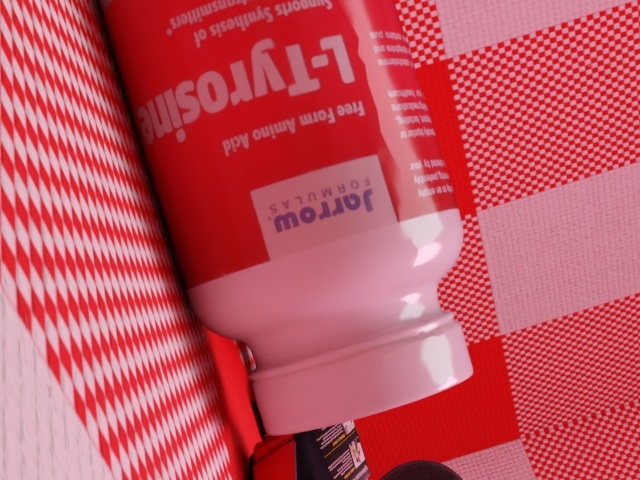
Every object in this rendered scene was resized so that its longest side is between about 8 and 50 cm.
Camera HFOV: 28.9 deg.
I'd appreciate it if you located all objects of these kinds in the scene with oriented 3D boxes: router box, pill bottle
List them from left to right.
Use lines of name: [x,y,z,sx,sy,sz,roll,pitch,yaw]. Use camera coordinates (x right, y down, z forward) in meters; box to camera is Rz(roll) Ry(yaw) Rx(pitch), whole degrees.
pill bottle: [-0.021,-0.064,0.991,0.229,0.229,0.408,58,15,-87]
router box: [-0.006,0.209,1.293,0.179,0.046,0.133,-13,85,-73]

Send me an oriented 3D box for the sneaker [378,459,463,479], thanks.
sneaker: [0.080,0.329,0.952,0.136,0.115,0.314,82,4,-60]

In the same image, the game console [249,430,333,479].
game console: [0.033,0.373,0.990,0.342,0.060,0.387,-105,175,-64]
